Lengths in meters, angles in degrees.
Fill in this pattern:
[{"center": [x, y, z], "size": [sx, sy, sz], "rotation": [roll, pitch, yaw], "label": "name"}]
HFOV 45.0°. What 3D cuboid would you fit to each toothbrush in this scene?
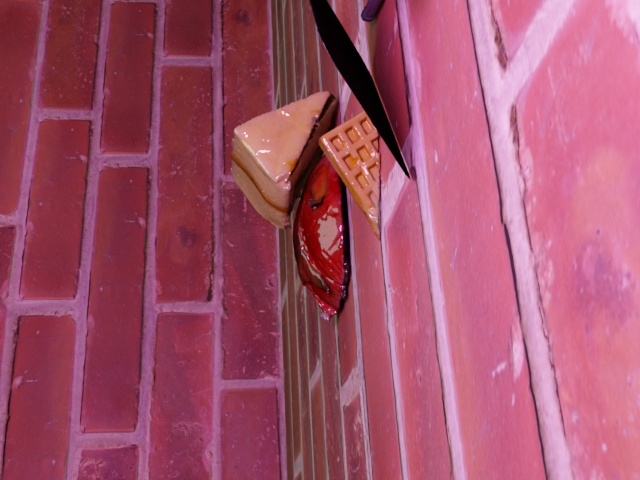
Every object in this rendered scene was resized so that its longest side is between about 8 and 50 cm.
[{"center": [0.104, -0.389, 1.108], "size": [0.354, 0.024, 0.029], "rotation": [138, 123, -78], "label": "toothbrush"}]

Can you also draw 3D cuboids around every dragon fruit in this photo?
[{"center": [0.000, 0.000, 1.605], "size": [0.282, 0.100, 0.343], "rotation": [-120, 30, -66], "label": "dragon fruit"}]

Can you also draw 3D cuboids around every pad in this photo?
[{"center": [0.003, -0.265, 1.088], "size": [0.315, 0.063, 0.375], "rotation": [54, -165, -33], "label": "pad"}]

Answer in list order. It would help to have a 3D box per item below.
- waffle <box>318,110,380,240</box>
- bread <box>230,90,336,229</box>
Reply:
[{"center": [0.092, -0.113, 1.244], "size": [0.191, 0.125, 0.032], "rotation": [56, 167, 1], "label": "waffle"}, {"center": [-0.045, -0.175, 1.687], "size": [0.198, 0.236, 0.263], "rotation": [53, 162, 13], "label": "bread"}]
